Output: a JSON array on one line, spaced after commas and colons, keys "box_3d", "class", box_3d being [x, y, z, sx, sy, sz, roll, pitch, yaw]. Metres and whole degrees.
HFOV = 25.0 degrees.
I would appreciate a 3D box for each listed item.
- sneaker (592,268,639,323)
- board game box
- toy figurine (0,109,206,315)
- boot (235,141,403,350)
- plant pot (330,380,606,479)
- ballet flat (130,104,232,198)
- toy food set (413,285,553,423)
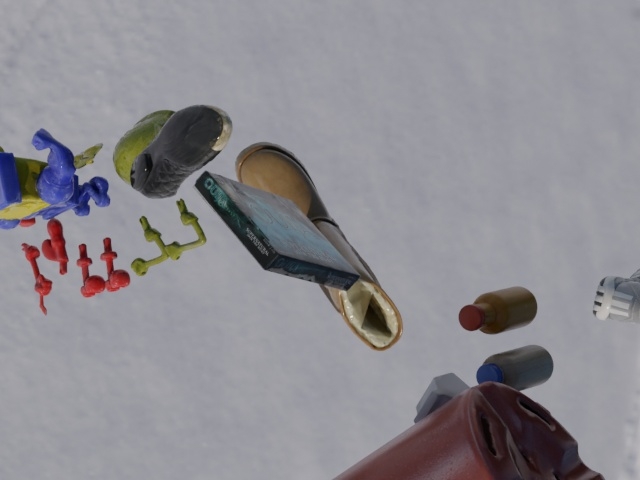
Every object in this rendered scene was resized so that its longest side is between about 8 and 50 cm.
[{"box_3d": [0.498, 0.096, 2.092, 0.228, 0.132, 0.086, -9, 111, -53], "class": "sneaker"}, {"box_3d": [-0.043, -0.008, 1.495, 0.026, 0.126, 0.186, -48, 155, 12], "class": "board game box"}, {"box_3d": [-0.330, -0.037, 1.694, 0.217, 0.362, 0.191, 5, 74, -44], "class": "toy figurine"}, {"box_3d": [0.000, 0.000, 1.938, 0.089, 0.269, 0.236, -40, 121, 4], "class": "boot"}, {"box_3d": [0.100, 0.274, 1.212, 0.265, 0.272, 0.272, -43, 157, 23], "class": "plant pot"}, {"box_3d": [-0.123, -0.083, 1.328, 0.049, 0.173, 0.058, 2, 73, -32], "class": "ballet flat"}, {"box_3d": [0.140, 0.162, 1.362, 0.104, 0.111, 0.232, -6, 131, -54], "class": "toy food set"}]
